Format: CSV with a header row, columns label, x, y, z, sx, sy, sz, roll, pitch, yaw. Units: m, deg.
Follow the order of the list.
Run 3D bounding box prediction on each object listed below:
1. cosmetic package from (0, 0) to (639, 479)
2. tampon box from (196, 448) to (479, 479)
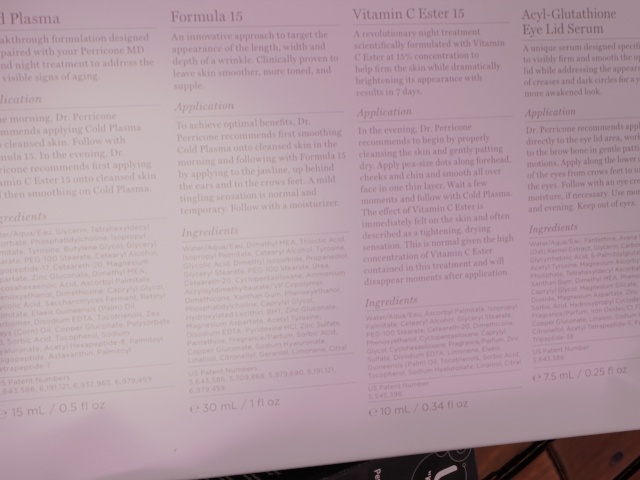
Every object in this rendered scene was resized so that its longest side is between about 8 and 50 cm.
label,x,y,z,sx,sy,sz,roll,pitch,yaw
cosmetic package,0.001,-0.046,0.626,0.377,0.097,0.284,-3,96,-16
tampon box,-0.006,0.159,0.710,0.161,0.101,0.120,-17,107,-26
